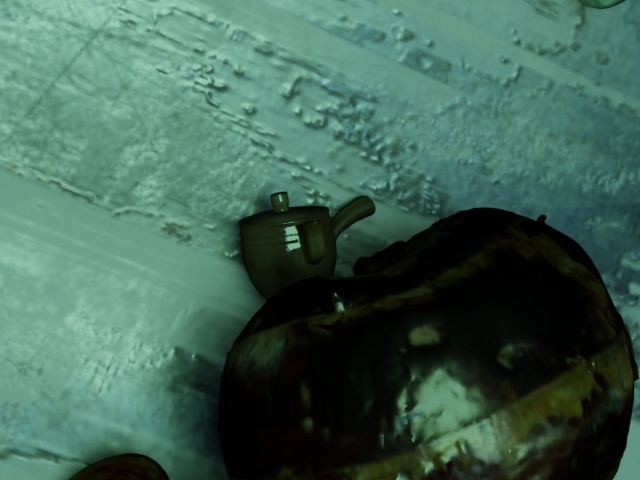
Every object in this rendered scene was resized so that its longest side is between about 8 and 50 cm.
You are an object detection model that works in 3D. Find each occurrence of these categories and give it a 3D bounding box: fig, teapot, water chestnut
[{"bbox_3d":[-0.164,0.197,1.322,0.125,0.089,0.089,-5,98,10],"label":"fig"},{"bbox_3d":[0.000,0.000,1.343,0.110,0.085,0.080,-15,102,-33],"label":"teapot"},{"bbox_3d":[0.086,0.129,1.269,0.300,0.300,0.300,-2,96,-15],"label":"water chestnut"}]

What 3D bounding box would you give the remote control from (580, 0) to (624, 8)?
[{"bbox_3d":[0.315,-0.305,1.406,0.344,0.050,0.145,-27,102,-10],"label":"remote control"}]
